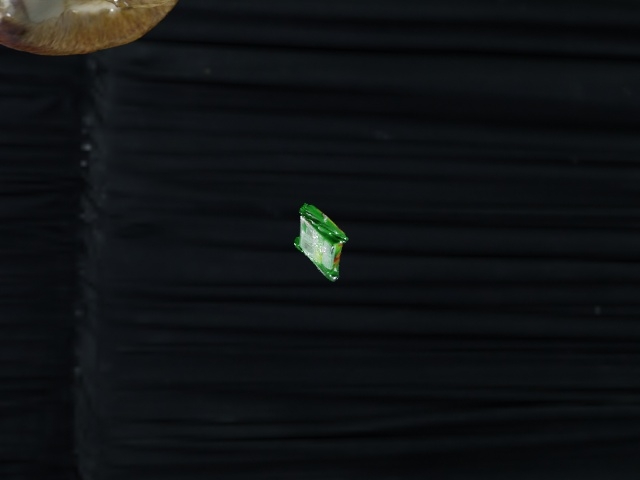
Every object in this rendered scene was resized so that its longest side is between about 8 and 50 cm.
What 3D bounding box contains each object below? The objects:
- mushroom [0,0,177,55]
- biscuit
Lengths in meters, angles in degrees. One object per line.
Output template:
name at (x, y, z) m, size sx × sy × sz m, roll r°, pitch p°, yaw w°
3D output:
mushroom at (-0.233, -0.283, 1.227) m, size 0.254 × 0.267 × 0.267 m, roll -105°, pitch 20°, yaw -61°
biscuit at (0.000, 0.000, 0.993) m, size 0.046 × 0.016 × 0.089 m, roll 43°, pitch 165°, yaw 12°
